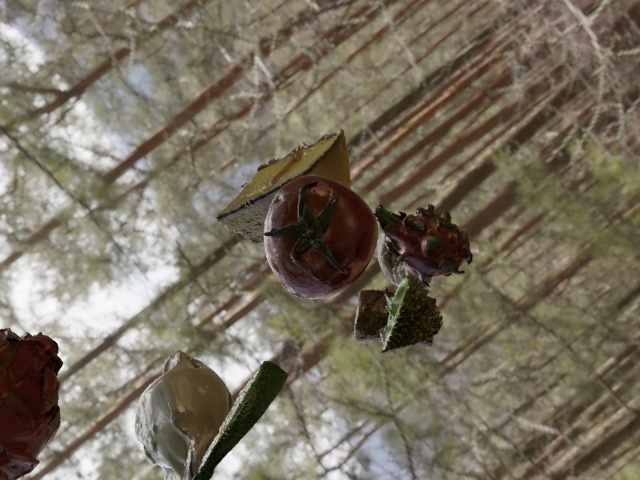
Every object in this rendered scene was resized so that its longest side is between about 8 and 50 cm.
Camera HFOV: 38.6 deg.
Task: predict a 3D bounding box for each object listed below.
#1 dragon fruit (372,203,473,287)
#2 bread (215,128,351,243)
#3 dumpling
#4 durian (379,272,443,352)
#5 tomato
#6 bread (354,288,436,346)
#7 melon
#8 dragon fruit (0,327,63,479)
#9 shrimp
[{"bbox_3d":[0.197,0.002,1.845,0.236,0.135,0.137,22,-149,-16],"label":"dragon fruit"},{"bbox_3d":[-0.072,-0.125,1.699,0.135,0.240,0.178,30,-135,-43],"label":"bread"},{"bbox_3d":[-0.333,0.474,2.236,0.395,0.233,0.315,-123,42,-53],"label":"dumpling"},{"bbox_3d":[0.131,0.108,1.432,0.086,0.100,0.215,60,-163,-15],"label":"durian"},{"bbox_3d":[0.000,0.000,1.250,0.167,0.167,0.167,52,173,8],"label":"tomato"},{"bbox_3d":[0.163,0.166,1.973,0.132,0.172,0.103,-76,-9,-54],"label":"bread"},{"bbox_3d":[-0.159,0.327,1.655,0.053,0.261,0.114,49,142,-18],"label":"melon"},{"bbox_3d":[-0.605,0.313,1.613,0.277,0.277,0.342,57,-144,-32],"label":"dragon fruit"},{"bbox_3d":[0.195,0.006,2.026,0.152,0.063,0.287,36,143,24],"label":"shrimp"}]
